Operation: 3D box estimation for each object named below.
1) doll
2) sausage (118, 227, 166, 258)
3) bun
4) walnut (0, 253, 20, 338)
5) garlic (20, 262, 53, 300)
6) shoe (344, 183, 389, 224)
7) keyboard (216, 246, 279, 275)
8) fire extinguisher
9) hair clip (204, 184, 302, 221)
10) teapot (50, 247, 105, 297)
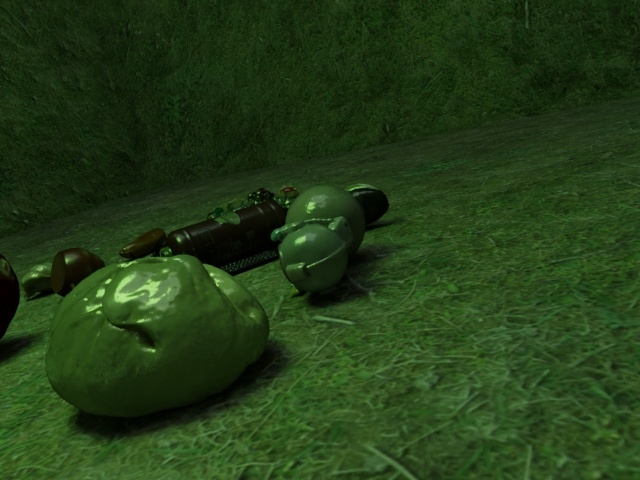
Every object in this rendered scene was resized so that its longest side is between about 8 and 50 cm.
[{"bbox_3d":[0.000,0.000,0.935,0.151,0.150,0.287,-11,17,10],"label":"doll"},{"bbox_3d":[-0.476,0.010,1.558,0.062,0.054,0.183,-43,2,26],"label":"sausage"},{"bbox_3d":[-0.202,0.095,0.682,0.260,0.159,0.259,-13,16,4],"label":"bun"},{"bbox_3d":[-0.631,0.102,0.893,0.222,0.243,0.269,-9,18,15],"label":"walnut"},{"bbox_3d":[-0.645,0.089,1.346,0.094,0.074,0.113,-22,-4,7],"label":"garlic"},{"bbox_3d":[0.031,-0.050,1.222,0.228,0.099,0.112,-10,21,22],"label":"shoe"},{"bbox_3d":[-0.114,0.034,1.170,0.205,0.013,0.061,-20,15,-28],"label":"keyboard"},{"bbox_3d":[-0.229,-0.002,1.193,0.344,0.102,0.138,-20,-23,-31],"label":"fire extinguisher"},{"bbox_3d":[-0.192,-0.102,1.660,0.322,0.091,0.138,-13,10,-2],"label":"hair clip"},{"bbox_3d":[-0.506,0.074,1.228,0.116,0.116,0.173,-20,41,-28],"label":"teapot"}]
